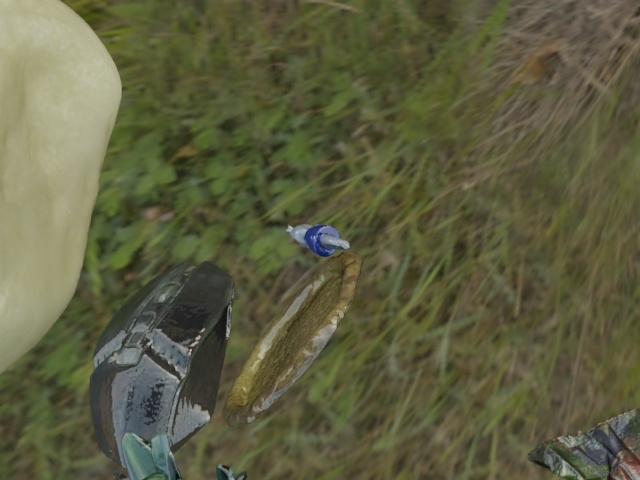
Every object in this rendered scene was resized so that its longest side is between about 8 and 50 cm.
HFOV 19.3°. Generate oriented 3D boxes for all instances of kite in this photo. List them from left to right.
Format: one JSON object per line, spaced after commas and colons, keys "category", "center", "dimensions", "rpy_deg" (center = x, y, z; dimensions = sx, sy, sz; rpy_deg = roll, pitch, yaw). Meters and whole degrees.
{"category": "kite", "center": [0.227, 0.102, 1.053], "dimensions": [0.232, 0.189, 0.009], "rpy_deg": [-20, 132, 13]}

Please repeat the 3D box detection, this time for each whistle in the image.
{"category": "whistle", "center": [0.000, 0.000, 1.698], "dimensions": [0.033, 0.083, 0.029], "rpy_deg": [30, 80, -33]}

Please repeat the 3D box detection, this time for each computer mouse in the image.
{"category": "computer mouse", "center": [-0.130, 0.090, 1.478], "dimensions": [0.106, 0.062, 0.192], "rpy_deg": [-4, 54, 31]}

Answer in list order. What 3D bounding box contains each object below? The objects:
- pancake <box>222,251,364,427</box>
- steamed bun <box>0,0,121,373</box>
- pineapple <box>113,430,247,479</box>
{"category": "pancake", "center": [-0.024, 0.086, 1.646], "dimensions": [0.021, 0.199, 0.199], "rpy_deg": [37, 103, -11]}
{"category": "steamed bun", "center": [-0.272, -0.028, 0.883], "dimensions": [0.289, 0.203, 0.276], "rpy_deg": [5, 75, 27]}
{"category": "pineapple", "center": [-0.030, 0.148, 0.708], "dimensions": [0.103, 0.221, 0.083], "rpy_deg": [10, 63, 22]}
